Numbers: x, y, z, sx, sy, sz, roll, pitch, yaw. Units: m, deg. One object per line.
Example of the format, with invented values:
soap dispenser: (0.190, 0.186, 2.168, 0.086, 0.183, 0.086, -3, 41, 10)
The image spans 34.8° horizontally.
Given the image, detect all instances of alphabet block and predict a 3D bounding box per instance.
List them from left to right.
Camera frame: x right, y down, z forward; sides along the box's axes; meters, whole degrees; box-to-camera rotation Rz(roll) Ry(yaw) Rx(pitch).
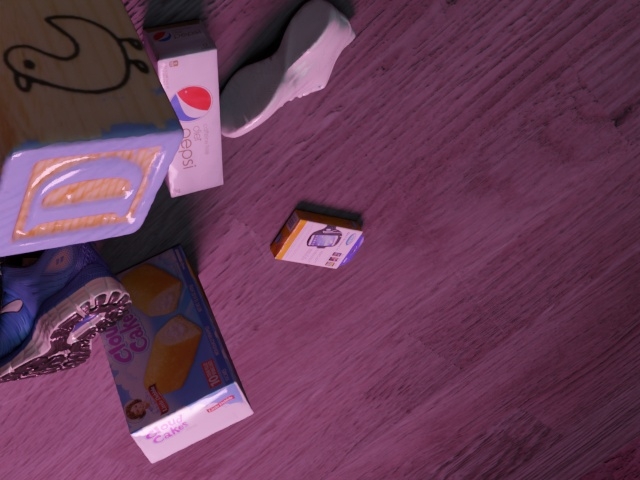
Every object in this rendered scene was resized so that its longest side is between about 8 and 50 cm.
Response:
alphabet block: (-0.284, -0.123, 1.076, 0.192, 0.197, 0.193, -11, 153, -36)

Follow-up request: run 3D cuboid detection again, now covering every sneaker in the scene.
sneaker: (-0.368, 0.088, 1.367, 0.130, 0.147, 0.330, -6, 155, -45)
sneaker: (-0.038, -0.200, 1.282, 0.212, 0.080, 0.094, -43, 150, 15)

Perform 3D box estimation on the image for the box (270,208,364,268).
box: (0.000, 0.000, 1.545, 0.136, 0.028, 0.081, 9, 127, -39)

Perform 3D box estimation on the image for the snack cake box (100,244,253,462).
snack cake box: (-0.210, 0.149, 1.399, 0.152, 0.264, 0.089, -25, 140, -4)

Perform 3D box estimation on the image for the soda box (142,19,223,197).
soda box: (-0.166, -0.159, 1.252, 0.074, 0.069, 0.216, -15, 139, -16)
